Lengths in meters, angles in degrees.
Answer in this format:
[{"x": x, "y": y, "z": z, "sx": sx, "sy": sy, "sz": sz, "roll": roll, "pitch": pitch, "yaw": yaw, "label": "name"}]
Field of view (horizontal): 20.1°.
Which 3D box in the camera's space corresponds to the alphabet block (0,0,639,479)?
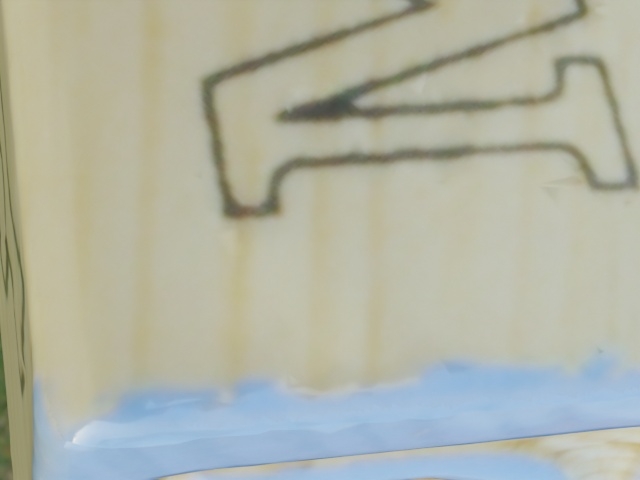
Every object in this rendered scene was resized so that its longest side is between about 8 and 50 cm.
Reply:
[{"x": 0.000, "y": 0.000, "z": 0.546, "sx": 0.193, "sy": 0.197, "sz": 0.192, "roll": -3, "pitch": 152, "yaw": -14, "label": "alphabet block"}]
